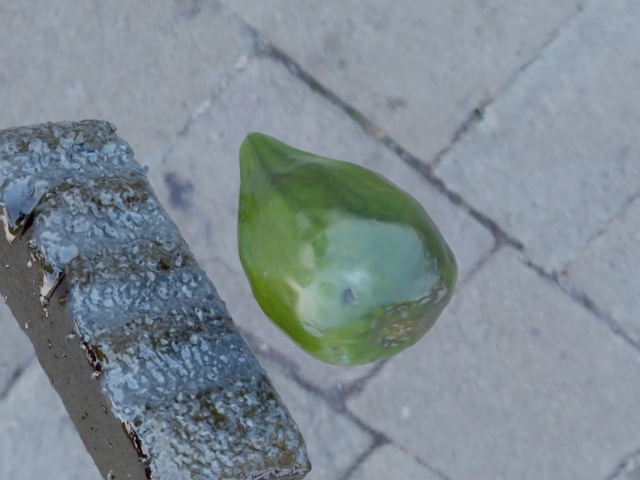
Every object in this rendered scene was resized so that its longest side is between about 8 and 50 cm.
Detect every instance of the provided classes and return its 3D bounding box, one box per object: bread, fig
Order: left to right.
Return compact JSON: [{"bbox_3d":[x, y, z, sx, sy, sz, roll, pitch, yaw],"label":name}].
[{"bbox_3d":[-0.178,0.069,1.407,0.165,0.416,0.113,-14,151,-38],"label":"bread"},{"bbox_3d":[0.001,0.010,1.329,0.233,0.167,0.167,27,113,10],"label":"fig"}]
